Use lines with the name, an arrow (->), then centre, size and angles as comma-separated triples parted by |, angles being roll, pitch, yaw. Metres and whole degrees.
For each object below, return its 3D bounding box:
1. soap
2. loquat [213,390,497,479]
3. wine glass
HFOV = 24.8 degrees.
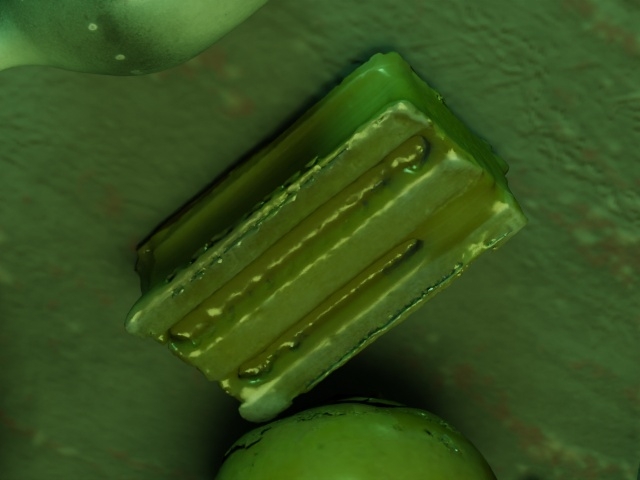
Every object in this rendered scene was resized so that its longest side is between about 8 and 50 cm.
soap -> 0.000, 0.001, 0.919 | 0.233, 0.076, 0.135 | -40, 122, 16
loquat -> 0.024, 0.216, 0.975 | 0.235, 0.235, 0.235 | -6, 124, -8
wine glass -> -0.130, -0.131, 0.776 | 0.241, 0.126, 0.126 | -28, 124, 9
